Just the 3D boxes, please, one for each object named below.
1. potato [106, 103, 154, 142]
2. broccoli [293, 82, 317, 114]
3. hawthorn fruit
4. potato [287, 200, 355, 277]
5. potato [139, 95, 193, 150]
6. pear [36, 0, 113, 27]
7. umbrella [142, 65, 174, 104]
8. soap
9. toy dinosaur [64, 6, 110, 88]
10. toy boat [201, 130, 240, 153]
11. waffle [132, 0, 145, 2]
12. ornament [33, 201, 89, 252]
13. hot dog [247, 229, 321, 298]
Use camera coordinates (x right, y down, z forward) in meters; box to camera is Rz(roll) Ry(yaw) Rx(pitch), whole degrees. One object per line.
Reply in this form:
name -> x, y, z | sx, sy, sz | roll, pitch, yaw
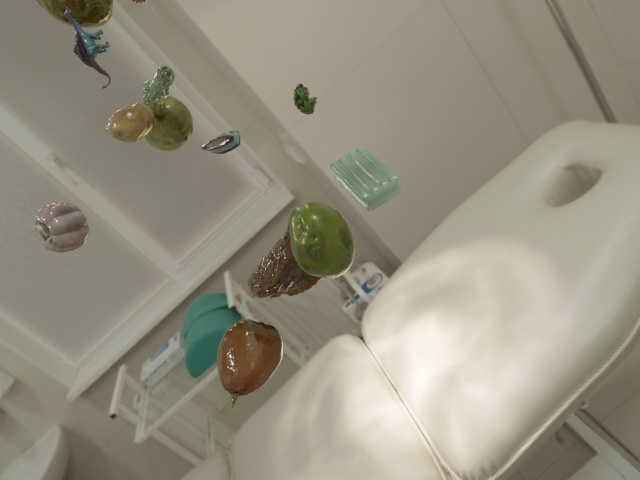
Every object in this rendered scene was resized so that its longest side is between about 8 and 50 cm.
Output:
potato -> -0.572, -0.357, 1.509 | 0.147, 0.112, 0.112 | -44, 22, -24
broccoli -> -0.051, -0.473, 1.650 | 0.092, 0.095, 0.096 | 106, -173, -63
hawthorn fruit -> -0.214, 0.349, 1.415 | 0.199, 0.199, 0.251 | -13, 50, 48
potato -> 0.000, 0.000, 1.178 | 0.149, 0.253, 0.186 | -30, 59, -1
potato -> -0.528, -0.404, 1.700 | 0.148, 0.197, 0.228 | -59, -11, -19
pear -> -0.668, -0.684, 1.334 | 0.188, 0.211, 0.228 | 62, 142, 26
umbrella -> -0.413, -0.389, 1.261 | 0.143, 0.062, 0.067 | -25, 39, 46
soap -> 0.172, -0.243, 1.928 | 0.160, 0.087, 0.265 | -34, 47, -6
toy dinosaur -> -0.553, -0.466, 1.199 | 0.080, 0.197, 0.045 | -33, 16, -37
toy boat -> -0.395, -0.380, 1.950 | 0.229, 0.080, 0.046 | -3, 3, 44
waffle -> -0.631, -0.862, 1.715 | 0.029, 0.075, 0.083 | -44, -23, -63
ornament -> -0.899, -0.042, 1.713 | 0.178, 0.177, 0.177 | -34, 25, 19
hot dog -> -0.105, 0.089, 1.825 | 0.267, 0.174, 0.387 | -7, -35, -49
